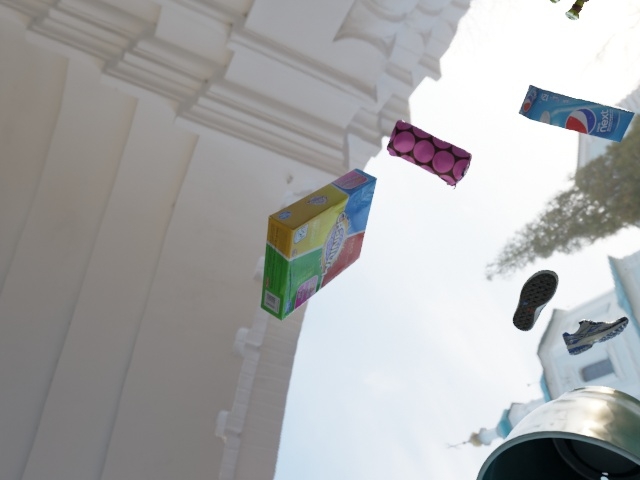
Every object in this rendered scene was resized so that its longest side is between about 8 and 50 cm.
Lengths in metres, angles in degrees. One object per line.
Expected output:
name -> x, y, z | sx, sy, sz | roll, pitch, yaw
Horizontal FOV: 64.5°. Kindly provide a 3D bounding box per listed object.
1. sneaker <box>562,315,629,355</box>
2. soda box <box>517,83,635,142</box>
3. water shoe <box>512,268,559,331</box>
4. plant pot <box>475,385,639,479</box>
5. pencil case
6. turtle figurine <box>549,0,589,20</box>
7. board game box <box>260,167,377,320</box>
sneaker -> 0.569, 0.185, 1.058 | 0.052, 0.135, 0.058 | 36, -153, -54
soda box -> 0.537, -0.269, 1.072 | 0.209, 0.067, 0.071 | 11, -155, -6
water shoe -> 0.539, 0.138, 1.277 | 0.072, 0.203, 0.080 | 29, -138, 20
plant pot -> 0.393, 0.341, 0.726 | 0.255, 0.271, 0.272 | -19, -110, -53
pencil case -> 0.263, -0.211, 1.242 | 0.209, 0.098, 0.095 | 29, -169, 13
turtle figurine -> 0.683, -0.695, 1.290 | 0.269, 0.217, 0.087 | 32, -160, -24
board game box -> 0.000, 0.000, 1.136 | 0.064, 0.242, 0.316 | 28, -140, 25
